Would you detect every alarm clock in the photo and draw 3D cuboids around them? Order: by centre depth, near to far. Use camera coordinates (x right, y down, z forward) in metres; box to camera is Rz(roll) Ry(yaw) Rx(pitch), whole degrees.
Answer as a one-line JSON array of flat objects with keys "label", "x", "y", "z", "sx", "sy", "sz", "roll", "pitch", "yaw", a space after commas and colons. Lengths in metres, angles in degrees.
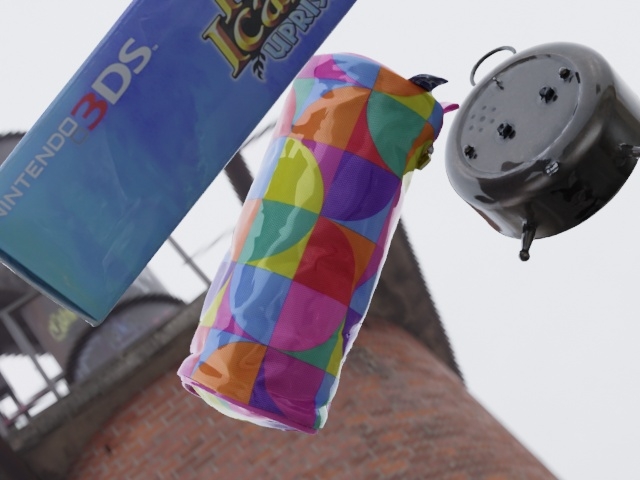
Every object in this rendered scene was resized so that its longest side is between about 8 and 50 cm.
[{"label": "alarm clock", "x": 0.138, "y": -0.080, "z": 0.918, "sx": 0.129, "sy": 0.192, "sz": 0.064, "roll": -41, "pitch": -56, "yaw": 14}]

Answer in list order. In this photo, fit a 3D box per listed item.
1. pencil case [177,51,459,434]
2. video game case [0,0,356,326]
[{"label": "pencil case", "x": 0.000, "y": 0.000, "z": 0.831, "sx": 0.104, "sy": 0.104, "sz": 0.236, "roll": 32, "pitch": -102, "yaw": -43}, {"label": "video game case", "x": -0.030, "y": -0.103, "z": 0.551, "sx": 0.061, "sy": 0.244, "sz": 0.269, "roll": 39, "pitch": -92, "yaw": -10}]
